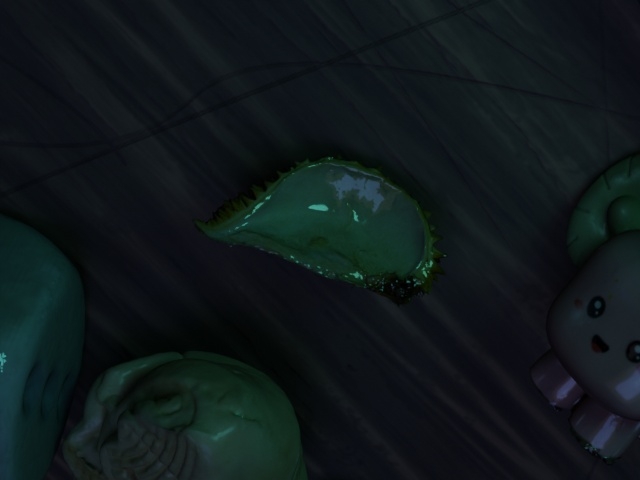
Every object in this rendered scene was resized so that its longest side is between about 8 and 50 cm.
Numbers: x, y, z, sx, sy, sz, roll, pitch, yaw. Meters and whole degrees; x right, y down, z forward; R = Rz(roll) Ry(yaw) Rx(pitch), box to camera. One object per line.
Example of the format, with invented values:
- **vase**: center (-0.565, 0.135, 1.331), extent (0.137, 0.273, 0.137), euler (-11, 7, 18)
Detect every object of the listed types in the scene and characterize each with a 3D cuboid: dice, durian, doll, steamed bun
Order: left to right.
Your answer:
- **dice**: center (-0.416, 0.135, 1.962), extent (0.264, 0.262, 0.268), euler (13, 127, 5)
- **steamed bun**: center (-0.133, 0.238, 2.004), extent (0.276, 0.203, 0.289), euler (28, 131, 27)
- **durian**: center (0.000, 0.000, 1.826), extent (0.252, 0.139, 0.144), euler (26, 132, -5)
- **doll**: center (0.335, 0.076, 1.760), extent (0.284, 0.216, 0.268), euler (51, 121, 24)

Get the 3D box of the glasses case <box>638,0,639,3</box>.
- **glasses case**: center (0.353, -0.173, 1.627), extent (0.062, 0.095, 0.272), euler (-22, 117, 23)
